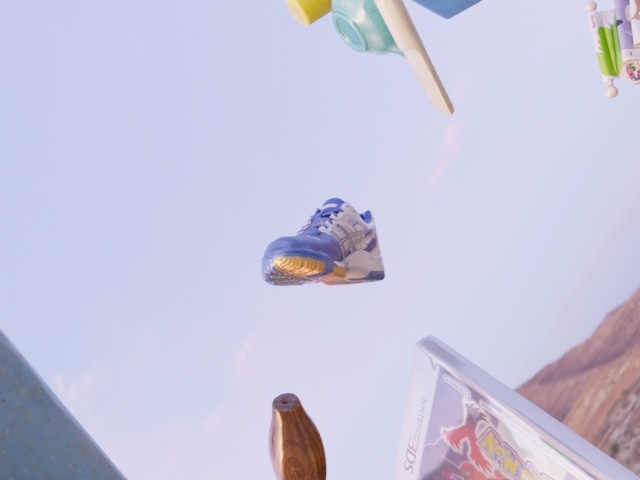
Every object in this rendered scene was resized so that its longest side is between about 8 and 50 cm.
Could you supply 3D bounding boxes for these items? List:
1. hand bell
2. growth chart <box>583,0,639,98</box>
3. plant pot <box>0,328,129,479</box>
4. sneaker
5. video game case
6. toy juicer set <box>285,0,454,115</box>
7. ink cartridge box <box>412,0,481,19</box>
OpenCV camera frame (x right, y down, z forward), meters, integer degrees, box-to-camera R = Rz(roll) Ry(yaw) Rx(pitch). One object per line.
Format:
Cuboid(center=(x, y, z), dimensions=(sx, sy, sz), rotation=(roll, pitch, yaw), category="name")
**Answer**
Cuboid(center=(-0.004, 0.215, 0.535), dimensions=(0.126, 0.126, 0.242), rotation=(-33, -54, -36), category="hand bell")
Cuboid(center=(0.440, -0.282, 0.860), dimensions=(0.237, 0.172, 0.021), rotation=(-20, -29, 23), category="growth chart")
Cuboid(center=(-0.212, 0.162, 0.275), dimensions=(0.247, 0.247, 0.252), rotation=(56, -139, -17), category="plant pot")
Cuboid(center=(0.000, 0.000, 1.065), dimensions=(0.296, 0.111, 0.131), rotation=(7, -103, -64), category="sneaker")
Cuboid(center=(0.138, 0.196, 0.541), dimensions=(0.023, 0.201, 0.184), rotation=(-22, -50, -36), category="video game case")
Cuboid(center=(0.058, -0.320, 0.922), dimensions=(0.089, 0.329, 0.209), rotation=(-43, -32, -7), category="toy juicer set")
Cuboid(center=(0.051, -0.345, 0.580), dimensions=(0.129, 0.223, 0.307), rotation=(-20, -14, 38), category="ink cartridge box")
